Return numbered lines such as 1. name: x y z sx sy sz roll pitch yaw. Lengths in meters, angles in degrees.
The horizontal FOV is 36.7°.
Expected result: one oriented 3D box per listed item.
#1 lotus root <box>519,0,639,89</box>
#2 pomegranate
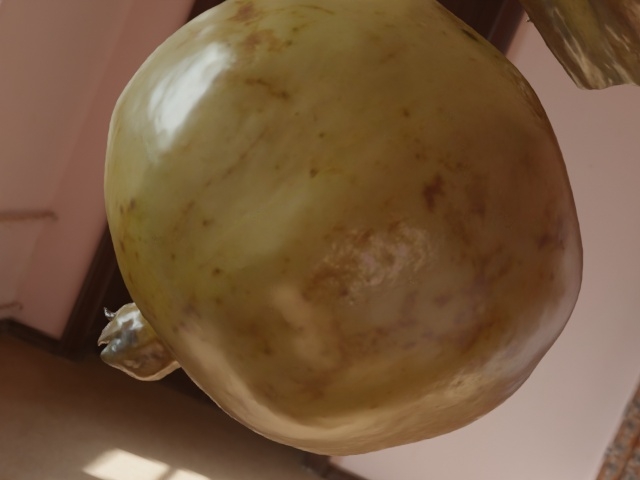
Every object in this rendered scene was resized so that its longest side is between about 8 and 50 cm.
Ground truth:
1. lotus root: 0.325 -0.322 0.937 0.250 0.316 0.316 47 -1 -12
2. pomegranate: 0.000 0.000 0.664 0.342 0.343 0.342 23 4 -2
